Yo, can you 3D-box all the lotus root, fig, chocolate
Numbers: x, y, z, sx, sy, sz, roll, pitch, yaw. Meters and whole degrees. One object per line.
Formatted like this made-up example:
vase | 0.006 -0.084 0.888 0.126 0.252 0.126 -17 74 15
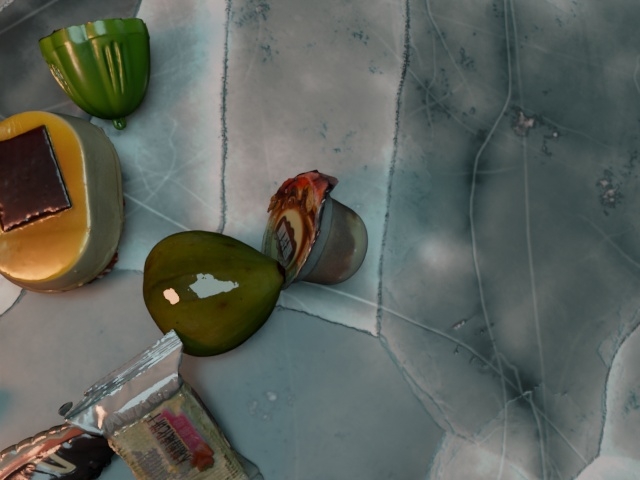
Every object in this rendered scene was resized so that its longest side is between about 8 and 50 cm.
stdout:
lotus root | -0.357 -0.269 1.118 0.186 0.186 0.186 1 78 -5
fig | -0.158 0.073 1.025 0.225 0.203 0.203 -18 80 9
chocolate | 0.005 -0.007 1.087 0.147 0.221 0.221 11 76 -26

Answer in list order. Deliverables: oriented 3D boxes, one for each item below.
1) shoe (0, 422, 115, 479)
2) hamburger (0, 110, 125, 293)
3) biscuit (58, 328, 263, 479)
shoe | -0.386 0.352 0.995 0.291 0.114 0.137 -24 76 -7
hamburger | -0.433 -0.063 1.065 0.227 0.151 0.295 -5 86 -1
biscuit | -0.224 0.301 0.982 0.186 0.079 0.309 -32 120 -15
